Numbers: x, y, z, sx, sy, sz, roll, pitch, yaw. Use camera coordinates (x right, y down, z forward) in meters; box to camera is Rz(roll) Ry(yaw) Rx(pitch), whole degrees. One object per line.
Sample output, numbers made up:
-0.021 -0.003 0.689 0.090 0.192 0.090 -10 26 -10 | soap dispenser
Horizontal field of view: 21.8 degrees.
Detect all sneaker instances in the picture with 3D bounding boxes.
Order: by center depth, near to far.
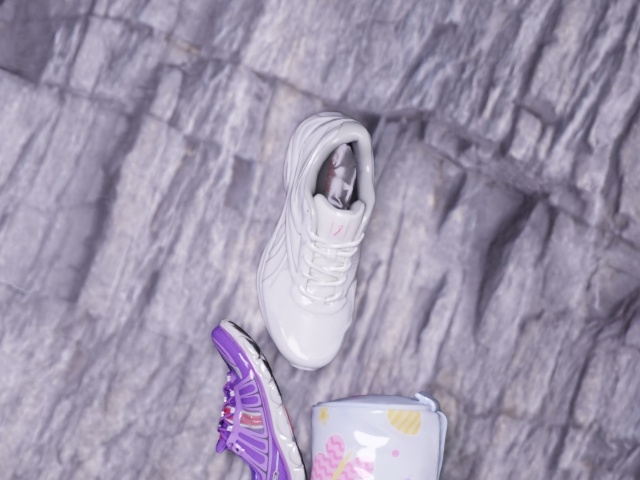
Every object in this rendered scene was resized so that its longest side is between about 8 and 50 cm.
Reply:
0.000 0.000 1.447 0.090 0.115 0.232 5 90 -11 | sneaker
-0.066 0.153 1.464 0.071 0.068 0.169 -19 95 -5 | sneaker

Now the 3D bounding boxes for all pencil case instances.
0.049 0.268 1.450 0.124 0.113 0.273 -3 84 28 | pencil case
